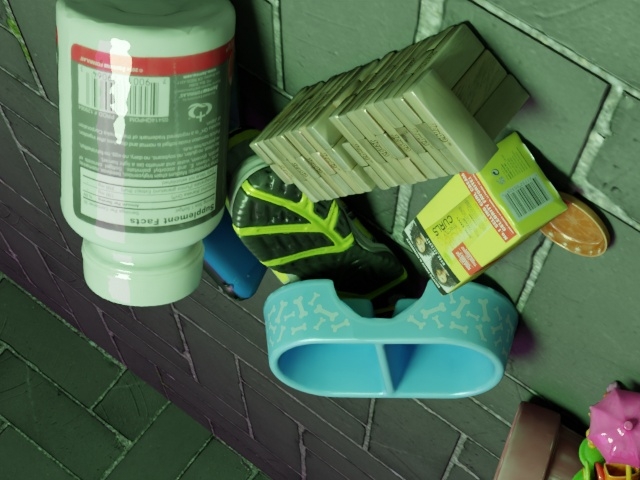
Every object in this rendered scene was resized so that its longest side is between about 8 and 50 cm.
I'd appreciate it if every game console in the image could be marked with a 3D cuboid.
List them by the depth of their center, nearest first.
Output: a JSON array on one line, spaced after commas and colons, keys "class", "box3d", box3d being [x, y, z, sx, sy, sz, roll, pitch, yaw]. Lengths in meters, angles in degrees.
[{"class": "game console", "box3d": [-0.192, -0.081, 1.446, 0.173, 0.250, 0.293, -21, 121, 38]}]

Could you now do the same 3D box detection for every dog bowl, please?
[{"class": "dog bowl", "box3d": [0.077, 0.118, 1.302, 0.297, 0.074, 0.166, -1, 145, 10]}]

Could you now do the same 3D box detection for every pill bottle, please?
[{"class": "pill bottle", "box3d": [-0.182, -0.097, 1.175, 0.176, 0.176, 0.319, 27, 126, 32]}]

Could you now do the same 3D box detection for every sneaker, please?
[{"class": "sneaker", "box3d": [0.000, 0.000, 1.368, 0.385, 0.145, 0.147, 59, -177, -47]}]

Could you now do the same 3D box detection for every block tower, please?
[{"class": "block tower", "box3d": [0.054, -0.108, 1.046, 0.091, 0.097, 0.335, 46, 161, -17]}]

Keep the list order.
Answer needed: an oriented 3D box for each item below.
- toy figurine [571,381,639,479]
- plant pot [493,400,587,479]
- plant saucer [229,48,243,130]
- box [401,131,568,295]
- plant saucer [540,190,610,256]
[{"class": "toy figurine", "box3d": [0.333, 0.220, 1.250, 0.130, 0.173, 0.159, -5, 126, 4]}, {"class": "plant pot", "box3d": [0.302, 0.322, 1.407, 0.180, 0.201, 0.201, 20, 156, 10]}, {"class": "plant saucer", "box3d": [-0.118, -0.187, 1.294, 0.067, 0.018, 0.192, 35, 161, 14]}, {"class": "box", "box3d": [0.150, -0.018, 1.087, 0.087, 0.058, 0.232, 57, 162, 6]}, {"class": "plant saucer", "box3d": [0.228, -0.018, 1.040, 0.083, 0.013, 0.083, 34, 161, 14]}]
